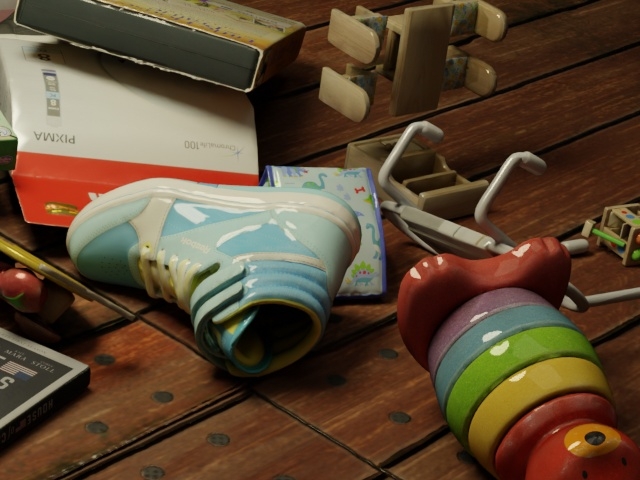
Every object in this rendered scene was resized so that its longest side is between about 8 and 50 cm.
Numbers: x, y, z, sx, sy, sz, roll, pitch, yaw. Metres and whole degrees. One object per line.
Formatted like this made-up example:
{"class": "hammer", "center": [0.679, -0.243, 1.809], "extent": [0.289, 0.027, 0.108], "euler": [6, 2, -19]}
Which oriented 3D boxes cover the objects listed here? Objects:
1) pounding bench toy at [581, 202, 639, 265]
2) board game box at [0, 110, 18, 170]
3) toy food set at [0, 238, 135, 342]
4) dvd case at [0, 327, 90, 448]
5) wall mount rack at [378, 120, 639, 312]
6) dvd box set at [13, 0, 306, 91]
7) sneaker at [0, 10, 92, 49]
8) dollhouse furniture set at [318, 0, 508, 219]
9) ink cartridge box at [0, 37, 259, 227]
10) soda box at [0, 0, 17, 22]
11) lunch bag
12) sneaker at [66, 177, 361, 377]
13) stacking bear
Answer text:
{"class": "pounding bench toy", "center": [0.364, -0.004, 1.908], "extent": [0.083, 0.052, 0.065], "euler": [-7, 31, -27]}
{"class": "board game box", "center": [-0.499, -0.171, 1.816], "extent": [0.214, 0.046, 0.317], "euler": [-7, 38, -30]}
{"class": "toy food set", "center": [-0.298, 0.050, 1.579], "extent": [0.218, 0.071, 0.128], "euler": [24, -7, 47]}
{"class": "dvd case", "center": [-0.351, 0.142, 1.448], "extent": [0.179, 0.029, 0.239], "euler": [20, 30, 21]}
{"class": "wall mount rack", "center": [0.233, -0.002, 1.747], "extent": [0.304, 0.130, 0.350], "euler": [37, -6, -30]}
{"class": "dvd box set", "center": [-0.194, -0.284, 2.090], "extent": [0.308, 0.062, 0.420], "euler": [16, 13, 2]}
{"class": "sneaker", "center": [-0.321, -0.260, 2.153], "extent": [0.296, 0.104, 0.147], "euler": [7, 32, 6]}
{"class": "dollhouse furniture set", "center": [0.130, -0.165, 1.948], "extent": [0.212, 0.242, 0.161], "euler": [-13, 34, -35]}
{"class": "ink cartridge box", "center": [-0.221, -0.124, 1.902], "extent": [0.308, 0.091, 0.385], "euler": [5, 24, -20]}
{"class": "soda box", "center": [-0.543, -0.322, 2.237], "extent": [0.263, 0.083, 0.092], "euler": [-7, 30, -27]}
{"class": "lunch bag", "center": [0.000, 0.000, 1.757], "extent": [0.129, 0.096, 0.151], "euler": [-1, 58, -18]}
{"class": "sneaker", "center": [-0.129, 0.044, 1.608], "extent": [0.319, 0.127, 0.208], "euler": [-3, 42, 16]}
{"class": "stacking bear", "center": [0.199, 0.155, 1.442], "extent": [0.175, 0.164, 0.289], "euler": [-9, 42, -19]}
